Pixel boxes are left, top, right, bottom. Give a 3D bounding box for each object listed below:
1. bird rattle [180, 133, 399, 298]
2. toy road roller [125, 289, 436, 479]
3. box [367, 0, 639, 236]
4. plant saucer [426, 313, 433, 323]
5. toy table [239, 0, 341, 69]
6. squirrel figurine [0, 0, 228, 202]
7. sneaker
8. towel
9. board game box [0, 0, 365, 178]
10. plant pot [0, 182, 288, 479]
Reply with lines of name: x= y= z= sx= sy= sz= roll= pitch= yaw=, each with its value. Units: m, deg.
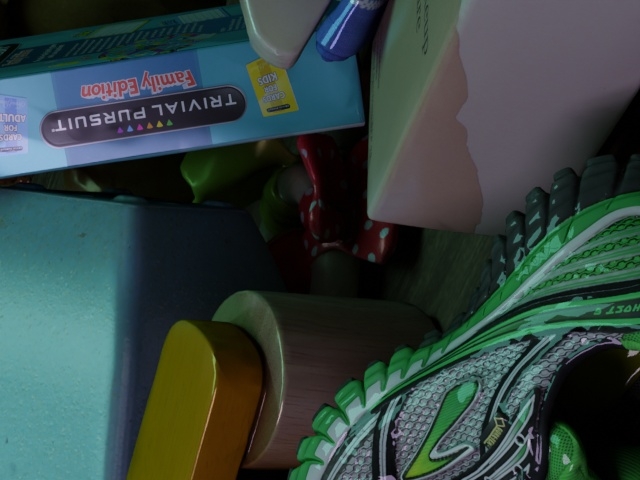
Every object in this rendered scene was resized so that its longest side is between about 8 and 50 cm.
bird rattle: x=0.000 y=0.000 z=1.569 sx=0.253 sy=0.143 sz=0.207 roll=25 pitch=115 yaw=57
toy road roller: x=0.004 y=0.216 z=1.267 sx=0.240 sy=0.202 sz=0.329 roll=38 pitch=118 yaw=54
box: x=0.117 y=-0.132 z=1.150 sx=0.311 sy=0.121 sz=0.148 roll=111 pitch=163 yaw=-61
plant saucer: x=0.066 y=0.093 z=1.418 sx=0.083 sy=0.013 sz=0.083 roll=-168 pitch=90 yaw=-70
toy table: x=-0.030 y=-0.254 z=1.350 sx=0.274 sy=0.161 sz=0.252 roll=-60 pitch=-1 yaw=-6
squirrel figurine: x=-0.234 y=-0.154 z=1.864 sx=0.281 sy=0.397 sz=0.370 roll=-121 pitch=32 yaw=-49
sneaker: x=0.097 y=0.115 z=1.082 sx=0.343 sy=0.134 sz=0.146 roll=-54 pitch=33 yaw=29
towel: x=0.092 y=-0.282 z=1.306 sx=0.336 sy=0.040 sz=0.243 roll=-62 pitch=-2 yaw=17
board game box: x=-0.136 y=-0.123 z=1.544 sx=0.254 sy=0.336 sz=0.079 roll=-87 pitch=-12 yaw=-77
plant pot: x=-0.162 y=0.087 z=1.495 sx=0.247 sy=0.248 sz=0.252 roll=7 pitch=92 yaw=35
